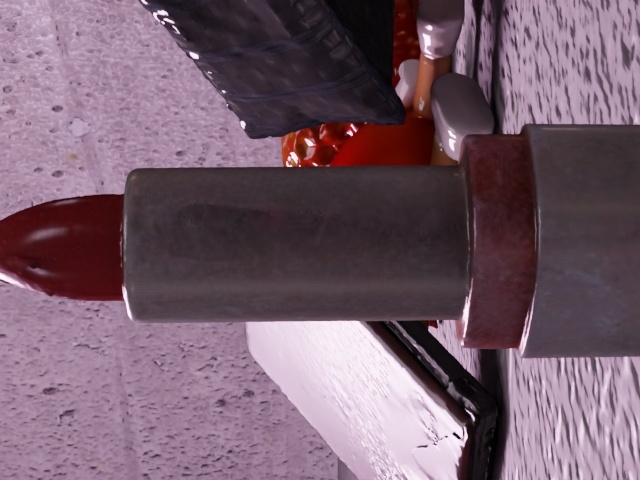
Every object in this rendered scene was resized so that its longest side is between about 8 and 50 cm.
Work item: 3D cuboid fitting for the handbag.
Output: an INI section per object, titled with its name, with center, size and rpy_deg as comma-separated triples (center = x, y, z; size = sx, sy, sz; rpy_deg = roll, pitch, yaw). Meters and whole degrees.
[handbag]
center = -0.024, -0.163, 0.809
size = 0.270, 0.088, 0.175
rpy_deg = 47, -137, -54

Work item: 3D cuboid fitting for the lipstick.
[lipstick]
center = 0.000, -0.001, 0.455
size = 0.063, 0.186, 0.057
rpy_deg = 92, 178, -50

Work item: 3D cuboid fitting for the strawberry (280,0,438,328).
[strawberry]
center = 0.027, -0.068, 1.093
size = 0.175, 0.106, 0.236
rpy_deg = 92, 177, -71

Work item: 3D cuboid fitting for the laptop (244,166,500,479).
[laptop]
center = 0.021, 0.072, 0.892
size = 0.207, 0.026, 0.154
rpy_deg = 47, 153, 35

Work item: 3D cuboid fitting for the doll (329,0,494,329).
[doll]
center = 0.046, -0.018, 0.918
size = 0.183, 0.085, 0.217
rpy_deg = -97, 23, -50
